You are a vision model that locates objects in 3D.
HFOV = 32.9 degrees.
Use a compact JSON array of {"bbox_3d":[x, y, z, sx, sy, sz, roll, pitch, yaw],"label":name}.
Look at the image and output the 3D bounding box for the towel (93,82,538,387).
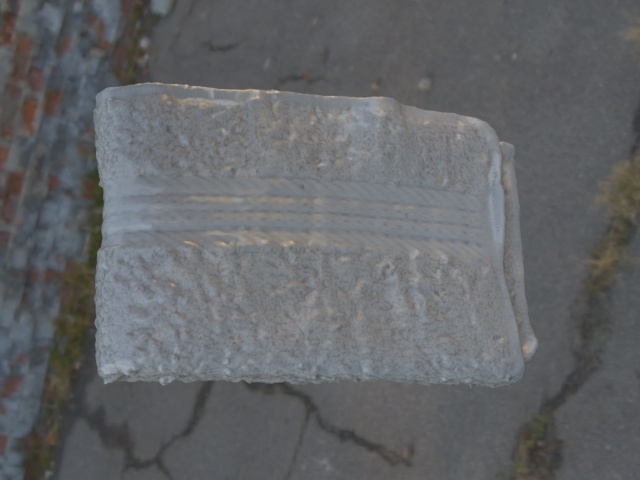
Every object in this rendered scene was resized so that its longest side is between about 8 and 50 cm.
[{"bbox_3d":[0.000,0.000,0.684,0.049,0.282,0.187,132,137,-65],"label":"towel"}]
